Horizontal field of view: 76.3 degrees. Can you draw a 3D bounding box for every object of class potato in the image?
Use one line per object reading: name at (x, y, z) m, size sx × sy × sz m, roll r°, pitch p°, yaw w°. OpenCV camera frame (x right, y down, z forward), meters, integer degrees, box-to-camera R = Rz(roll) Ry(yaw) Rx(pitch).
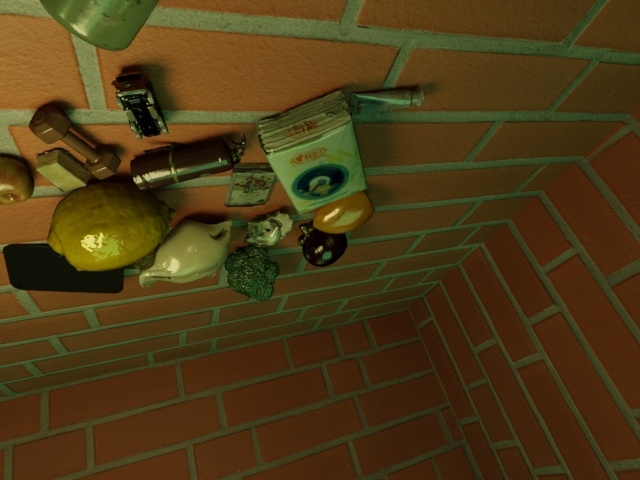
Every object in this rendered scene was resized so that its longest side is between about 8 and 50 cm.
potato at (-0.714, -0.193, 1.127) m, size 0.086 × 0.061 × 0.122 m, roll -19°, pitch 153°, yaw 4°

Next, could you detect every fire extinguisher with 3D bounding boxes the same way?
fire extinguisher at (-0.379, -0.241, 1.204) m, size 0.342 × 0.105 × 0.141 m, roll -15°, pitch 154°, yaw -3°

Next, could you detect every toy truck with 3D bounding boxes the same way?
toy truck at (-0.445, -0.331, 1.017) m, size 0.083 × 0.092 × 0.192 m, roll -14°, pitch 161°, yaw -10°

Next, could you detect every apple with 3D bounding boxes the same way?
apple at (-0.830, -0.155, 1.072) m, size 0.126 × 0.101 × 0.126 m, roll -17°, pitch 154°, yaw -8°

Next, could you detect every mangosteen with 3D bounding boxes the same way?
mangosteen at (0.011, 0.004, 1.843) m, size 0.216 × 0.216 × 0.216 m, roll -15°, pitch 153°, yaw -8°

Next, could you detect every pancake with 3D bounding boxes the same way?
pancake at (-0.753, 0.084, 1.654) m, size 0.289 × 0.033 × 0.286 m, roll -13°, pitch 154°, yaw -11°

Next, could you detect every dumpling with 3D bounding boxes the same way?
dumpling at (-0.501, 0.064, 1.546) m, size 0.395 × 0.233 × 0.315 m, roll -42°, pitch 179°, yaw -31°

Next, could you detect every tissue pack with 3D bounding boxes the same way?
tissue pack at (-0.009, -0.267, 1.341) m, size 0.288 × 0.162 × 0.388 m, roll -21°, pitch 154°, yaw 4°

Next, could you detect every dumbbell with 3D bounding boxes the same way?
dumbbell at (-0.627, -0.248, 1.055) m, size 0.082 × 0.092 × 0.231 m, roll -48°, pitch 154°, yaw -7°

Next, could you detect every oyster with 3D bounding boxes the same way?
oyster at (-0.215, -0.052, 1.697) m, size 0.223 × 0.083 × 0.214 m, roll -27°, pitch 156°, yaw 9°

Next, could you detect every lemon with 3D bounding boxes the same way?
lemon at (-0.633, -0.048, 1.238) m, size 0.316 × 0.285 × 0.285 m, roll -42°, pitch 153°, yaw -4°

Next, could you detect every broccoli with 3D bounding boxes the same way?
broccoli at (-0.297, 0.146, 1.882) m, size 0.254 × 0.268 × 0.269 m, roll -16°, pitch 155°, yaw 14°

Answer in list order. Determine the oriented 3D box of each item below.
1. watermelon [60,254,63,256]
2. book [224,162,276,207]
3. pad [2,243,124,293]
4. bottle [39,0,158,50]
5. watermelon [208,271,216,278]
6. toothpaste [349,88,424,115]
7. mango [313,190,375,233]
watermelon at (-0.731, 0.005, 1.414) m, size 0.301 × 0.123 × 0.129 m, roll -8°, pitch 147°, yaw -35°
book at (-0.251, -0.194, 1.469) m, size 0.158 × 0.026 × 0.231 m, roll -6°, pitch 151°, yaw -26°
pad at (-0.920, 0.070, 1.492) m, size 0.376 × 0.063 × 0.314 m, roll 6°, pitch 133°, yaw -23°
bottle at (-0.323, -0.505, 0.693) m, size 0.347 × 0.168 × 0.169 m, roll -38°, pitch 148°, yaw 24°
watermelon at (-0.481, 0.094, 1.772) m, size 0.098 × 0.121 × 0.158 m, roll 30°, pitch 124°, yaw -30°
toothpaste at (0.207, -0.440, 1.289) m, size 0.235 × 0.057 × 0.089 m, roll -9°, pitch 150°, yaw -6°
mango at (0.093, -0.112, 1.718) m, size 0.257 × 0.138 × 0.187 m, roll -35°, pitch 136°, yaw 9°
